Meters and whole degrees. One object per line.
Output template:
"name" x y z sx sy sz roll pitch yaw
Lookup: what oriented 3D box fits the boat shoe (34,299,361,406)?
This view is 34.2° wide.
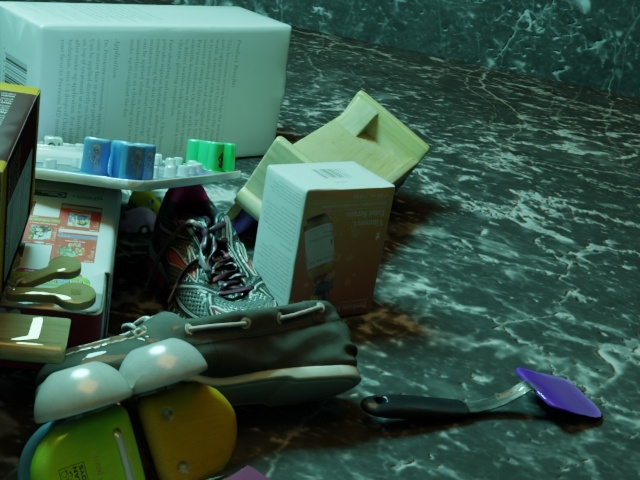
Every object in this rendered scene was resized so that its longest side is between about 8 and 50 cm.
"boat shoe" -0.113 0.108 0.994 0.335 0.112 0.095 3 59 -34

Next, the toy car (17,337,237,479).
"toy car" -0.161 0.172 0.839 0.182 0.159 0.136 -14 -2 -45

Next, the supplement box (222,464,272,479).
"supplement box" -0.064 0.225 0.798 0.043 0.083 0.055 25 28 33

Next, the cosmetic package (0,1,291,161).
"cosmetic package" -0.280 -0.252 1.665 0.453 0.230 0.161 -8 28 -39

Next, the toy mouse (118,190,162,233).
"toy mouse" -0.274 -0.044 1.423 0.143 0.031 0.161 -13 32 -44

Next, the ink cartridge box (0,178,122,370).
"ink cartridge box" -0.368 0.038 1.050 0.309 0.130 0.272 6 27 -10

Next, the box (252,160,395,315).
"box" 0.000 0.000 1.253 0.130 0.170 0.091 -6 26 -34

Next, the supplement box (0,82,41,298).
"supplement box" -0.354 -0.052 0.891 0.191 0.129 0.194 7 27 -10

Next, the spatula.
"spatula" 0.174 0.170 1.104 0.296 0.030 0.084 -1 27 -26

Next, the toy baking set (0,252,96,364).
"toy baking set" -0.314 0.048 0.892 0.256 0.030 0.197 18 28 12

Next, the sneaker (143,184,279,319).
"sneaker" -0.131 0.032 1.199 0.121 0.112 0.299 -3 26 -30

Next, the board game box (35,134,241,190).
"board game box" -0.332 -0.117 1.278 0.390 0.050 0.390 8 7 11

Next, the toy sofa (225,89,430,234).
"toy sofa" 0.014 -0.080 1.528 0.150 0.177 0.362 39 27 5
